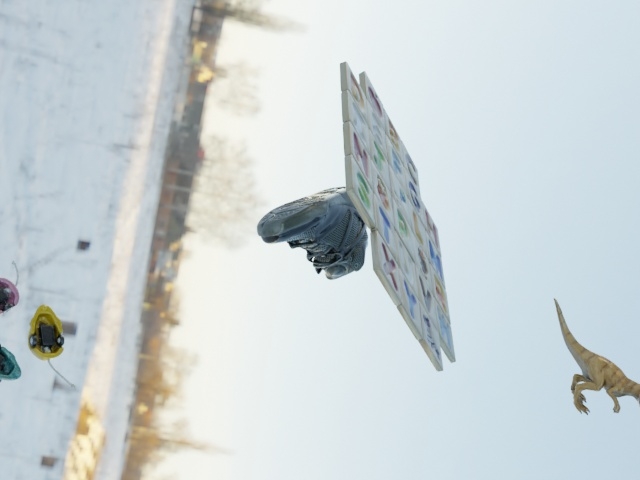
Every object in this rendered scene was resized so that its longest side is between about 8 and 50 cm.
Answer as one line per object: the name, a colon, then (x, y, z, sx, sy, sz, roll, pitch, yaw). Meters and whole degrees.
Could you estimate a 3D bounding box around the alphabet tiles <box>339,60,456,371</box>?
alphabet tiles: (0.088, -0.031, 1.215, 0.285, 0.011, 0.342, 57, 21, -37)

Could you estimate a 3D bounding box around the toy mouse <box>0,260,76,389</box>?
toy mouse: (-0.357, 0.101, 1.190, 0.031, 0.143, 0.161, -34, -114, 47)

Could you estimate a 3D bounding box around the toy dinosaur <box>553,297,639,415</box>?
toy dinosaur: (0.410, 0.194, 1.622, 0.064, 0.211, 0.112, -3, 129, -58)

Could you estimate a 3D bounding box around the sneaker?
sneaker: (0.000, 0.000, 1.503, 0.227, 0.087, 0.130, -19, 100, -59)
